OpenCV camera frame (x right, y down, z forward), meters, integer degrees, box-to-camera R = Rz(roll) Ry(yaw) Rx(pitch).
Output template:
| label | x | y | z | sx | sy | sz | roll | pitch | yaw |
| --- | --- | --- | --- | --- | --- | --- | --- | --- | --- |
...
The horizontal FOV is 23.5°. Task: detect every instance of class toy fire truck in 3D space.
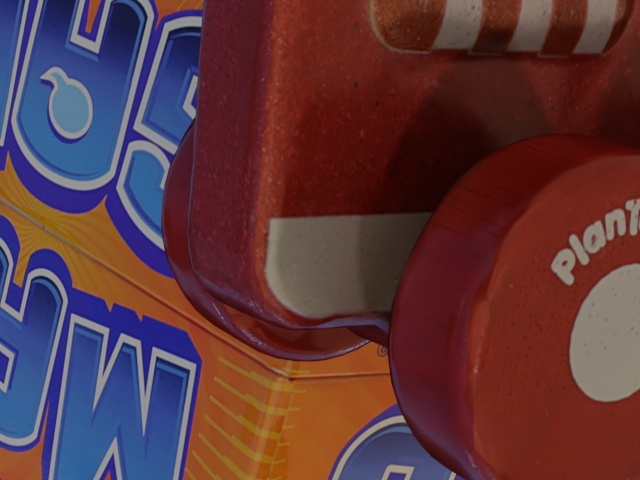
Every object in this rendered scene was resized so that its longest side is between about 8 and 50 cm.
| label | x | y | z | sx | sy | sz | roll | pitch | yaw |
| --- | --- | --- | --- | --- | --- | --- | --- | --- | --- |
| toy fire truck | 0.094 | -0.071 | 0.480 | 0.302 | 0.169 | 0.253 | -3 | -73 | -33 |

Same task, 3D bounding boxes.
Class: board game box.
| label | x | y | z | sx | sy | sz | roll | pitch | yaw |
| --- | --- | --- | --- | --- | --- | --- | --- | --- | --- |
| board game box | 0.000 | 0.000 | 0.830 | 0.356 | 0.356 | 0.356 | 3 | -73 | -44 |
